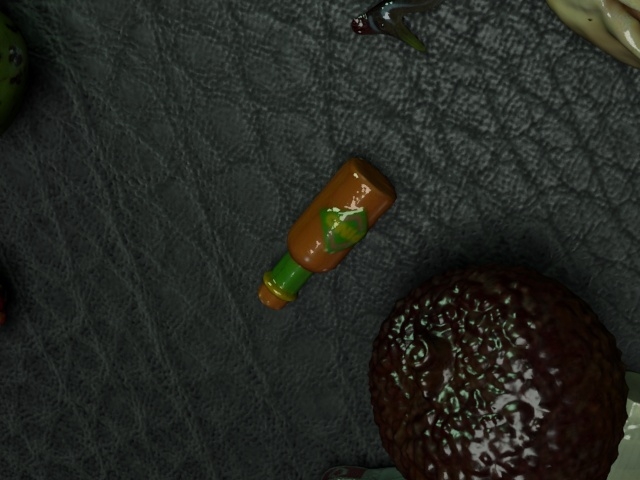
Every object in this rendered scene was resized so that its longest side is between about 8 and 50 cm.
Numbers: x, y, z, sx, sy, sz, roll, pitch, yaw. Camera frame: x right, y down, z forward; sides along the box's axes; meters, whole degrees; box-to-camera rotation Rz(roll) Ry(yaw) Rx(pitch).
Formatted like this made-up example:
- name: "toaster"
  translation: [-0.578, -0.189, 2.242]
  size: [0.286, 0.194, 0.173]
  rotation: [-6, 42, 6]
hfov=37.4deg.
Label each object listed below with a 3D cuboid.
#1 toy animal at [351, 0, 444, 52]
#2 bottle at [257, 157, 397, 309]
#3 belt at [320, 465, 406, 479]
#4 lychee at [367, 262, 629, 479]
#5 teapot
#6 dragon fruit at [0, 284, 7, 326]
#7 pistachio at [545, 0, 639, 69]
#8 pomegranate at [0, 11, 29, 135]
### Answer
- name: "toy animal"
  translation: [0.115, -0.259, 0.915]
  size: [0.202, 0.070, 0.105]
  rotation: [-35, 85, 21]
- name: "bottle"
  translation: [0.000, 0.000, 1.005]
  size: [0.069, 0.069, 0.187]
  rotation: [39, 111, -3]
- name: "belt"
  translation: [0.104, 0.281, 1.079]
  size: [0.232, 0.053, 0.071]
  rotation: [-9, 104, 14]
- name: "lychee"
  translation: [0.175, 0.150, 0.932]
  size: [0.261, 0.260, 0.260]
  rotation: [3, 107, 10]
- name: "teapot"
  translation: [0.327, 0.247, 1.018]
  size: [0.107, 0.077, 0.200]
  rotation: [11, 110, -13]
- name: "dragon fruit"
  translation: [-0.434, 0.057, 1.072]
  size: [0.136, 0.133, 0.166]
  rotation: [-32, 88, 9]
- name: "pistachio"
  translation: [0.337, -0.232, 0.814]
  size: [0.318, 0.214, 0.193]
  rotation: [13, 153, -3]
- name: "pomegranate"
  translation: [-0.394, -0.211, 0.962]
  size: [0.214, 0.214, 0.248]
  rotation: [10, 76, 8]
